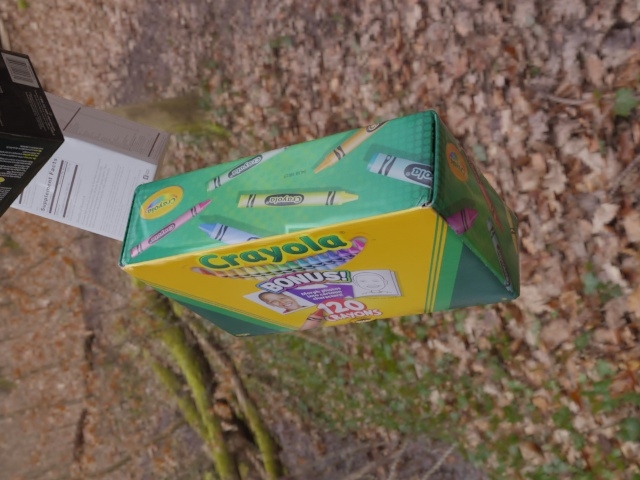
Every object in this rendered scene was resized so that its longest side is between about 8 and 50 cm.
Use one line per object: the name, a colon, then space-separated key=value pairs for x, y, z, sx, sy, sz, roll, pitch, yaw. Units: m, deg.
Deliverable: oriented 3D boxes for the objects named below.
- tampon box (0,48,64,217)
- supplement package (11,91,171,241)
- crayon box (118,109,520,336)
tampon box: x=-0.354 y=-0.098 z=0.874 sx=0.161 sy=0.101 sz=0.120 roll=-40 pitch=66 yaw=28
supplement package: x=-0.357 y=-0.113 z=1.269 sx=0.139 sy=0.244 sz=0.134 roll=-90 pitch=20 yaw=-64
crayon box: x=0.000 y=0.000 z=0.713 sx=0.278 sy=0.165 sz=0.081 roll=-11 pitch=59 yaw=30
